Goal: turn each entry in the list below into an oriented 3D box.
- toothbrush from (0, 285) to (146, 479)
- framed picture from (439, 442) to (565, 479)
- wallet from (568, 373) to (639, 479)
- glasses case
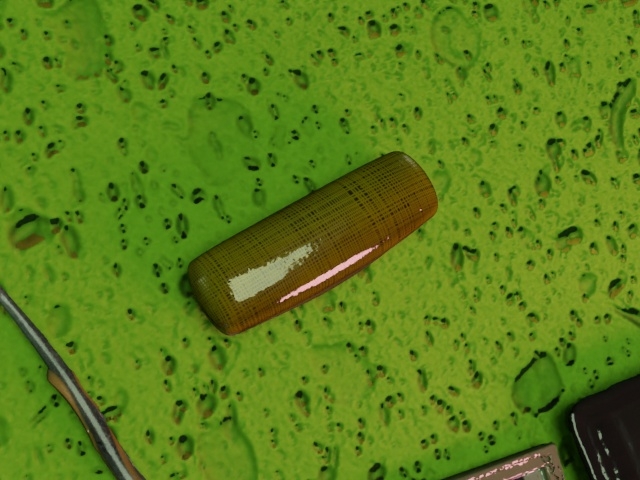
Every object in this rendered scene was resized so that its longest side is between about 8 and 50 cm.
[{"bbox_3d":[-0.182,0.128,0.742,0.031,0.023,0.321,-41,94,-17],"label":"toothbrush"},{"bbox_3d":[0.143,0.367,0.819,0.247,0.022,0.335,-13,84,-23],"label":"framed picture"},{"bbox_3d":[0.392,0.224,0.938,0.323,0.041,0.247,-17,85,-27],"label":"wallet"},{"bbox_3d":[0.000,0.000,0.821,0.234,0.064,0.079,-30,83,-24],"label":"glasses case"}]
